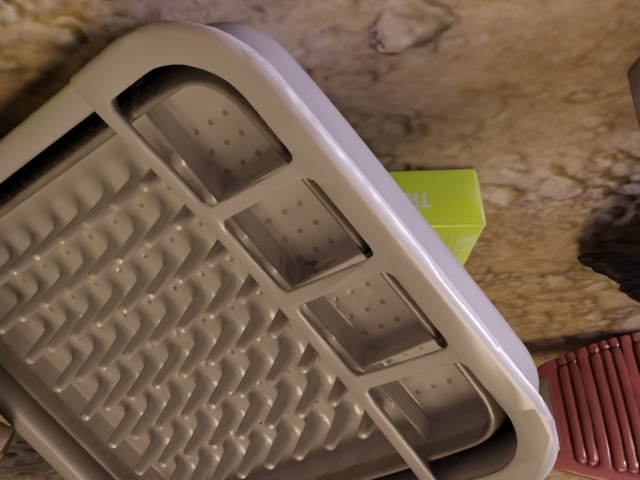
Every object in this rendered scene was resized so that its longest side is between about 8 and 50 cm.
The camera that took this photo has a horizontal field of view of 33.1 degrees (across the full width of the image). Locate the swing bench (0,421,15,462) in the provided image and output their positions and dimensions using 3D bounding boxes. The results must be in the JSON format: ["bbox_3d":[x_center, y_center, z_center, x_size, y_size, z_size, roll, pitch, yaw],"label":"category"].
[{"bbox_3d":[-0.323,0.128,0.575,0.253,0.254,0.165,28,115,-8],"label":"swing bench"}]

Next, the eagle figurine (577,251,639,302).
[{"bbox_3d":[0.287,0.057,0.643,0.226,0.298,0.225,23,127,-8],"label":"eagle figurine"}]

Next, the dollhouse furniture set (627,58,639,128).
[{"bbox_3d":[0.264,-0.072,0.481,0.182,0.101,0.161,1,154,-12],"label":"dollhouse furniture set"}]

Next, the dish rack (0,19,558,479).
[{"bbox_3d":[-0.063,0.042,0.583,0.333,0.072,0.285,-27,111,39],"label":"dish rack"}]

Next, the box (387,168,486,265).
[{"bbox_3d":[0.000,0.000,0.658,0.178,0.042,0.109,-2,153,-8],"label":"box"}]

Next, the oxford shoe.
[{"bbox_3d":[0.353,0.162,0.963,0.397,0.140,0.146,0,160,-9],"label":"oxford shoe"}]
